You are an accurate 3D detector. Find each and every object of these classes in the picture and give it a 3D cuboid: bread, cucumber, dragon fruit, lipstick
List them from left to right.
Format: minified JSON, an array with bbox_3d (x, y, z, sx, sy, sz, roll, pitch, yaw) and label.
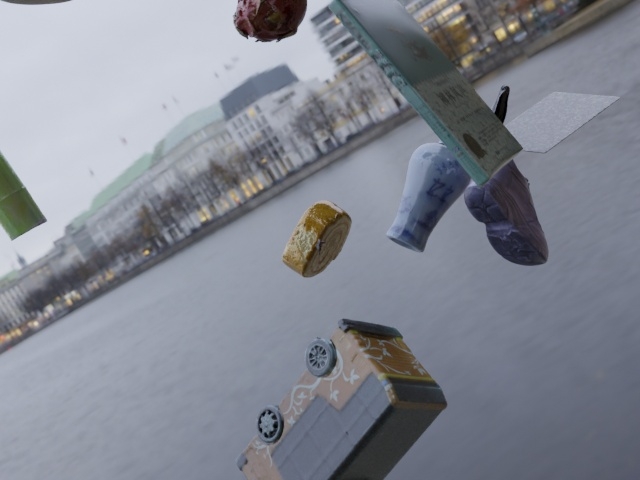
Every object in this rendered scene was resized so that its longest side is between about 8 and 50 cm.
[{"bbox_3d":[-0.581,-0.142,1.312,0.076,0.304,0.076,-29,12,7],"label":"lipstick"},{"bbox_3d":[-0.071,-0.498,1.575,0.246,0.125,0.125,-52,30,-12],"label":"dragon fruit"},{"bbox_3d":[0.000,0.000,1.493,0.122,0.073,0.149,-3,-57,-62],"label":"bread"},{"bbox_3d":[0.324,-0.223,1.435,0.033,0.034,0.134,-70,0,-51],"label":"cucumber"}]

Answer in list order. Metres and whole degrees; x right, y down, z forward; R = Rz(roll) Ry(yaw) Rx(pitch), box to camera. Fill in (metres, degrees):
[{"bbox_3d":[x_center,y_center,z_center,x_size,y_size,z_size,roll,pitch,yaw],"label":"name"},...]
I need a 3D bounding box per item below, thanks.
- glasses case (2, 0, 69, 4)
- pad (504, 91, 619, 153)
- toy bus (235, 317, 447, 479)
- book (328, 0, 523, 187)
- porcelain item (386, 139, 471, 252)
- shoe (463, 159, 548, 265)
[{"bbox_3d":[-0.549,-0.483,1.486,0.193,0.074,0.049,-30,-34,-55],"label":"glasses case"},{"bbox_3d":[0.440,-0.230,1.490,0.235,0.003,0.158,-34,30,-25],"label":"pad"},{"bbox_3d":[0.024,0.258,1.048,0.138,0.167,0.275,16,-63,-47],"label":"toy bus"},{"bbox_3d":[0.188,-0.267,1.311,0.031,0.379,0.264,-41,-3,31],"label":"book"},{"bbox_3d":[0.233,-0.105,1.654,0.259,0.141,0.141,-63,10,-6],"label":"porcelain item"},{"bbox_3d":[0.387,-0.060,1.546,0.095,0.245,0.137,-7,42,52],"label":"shoe"}]
